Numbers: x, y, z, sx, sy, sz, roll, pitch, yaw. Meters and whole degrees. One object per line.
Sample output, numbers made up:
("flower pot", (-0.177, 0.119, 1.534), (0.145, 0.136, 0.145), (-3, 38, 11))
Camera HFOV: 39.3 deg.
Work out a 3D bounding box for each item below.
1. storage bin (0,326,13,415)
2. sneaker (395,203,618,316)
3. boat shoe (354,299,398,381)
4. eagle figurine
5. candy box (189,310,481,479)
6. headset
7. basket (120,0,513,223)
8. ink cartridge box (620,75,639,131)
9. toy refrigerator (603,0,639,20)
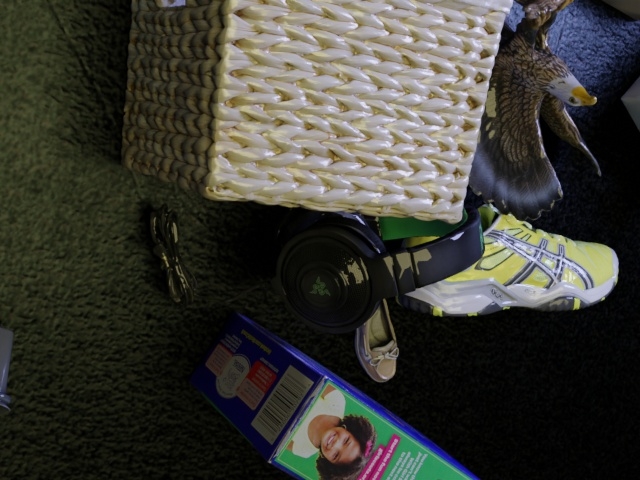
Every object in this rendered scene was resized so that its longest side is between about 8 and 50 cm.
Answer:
("storage bin", (-0.405, 0.135, 0.980), (0.135, 0.098, 0.091), (21, 60, -29))
("sneaker", (0.289, 0.022, 1.303), (0.385, 0.145, 0.147), (-4, 100, -30))
("boat shoe", (0.081, 0.133, 1.260), (0.056, 0.048, 0.153), (-17, 106, -25))
("eagle figurine", (0.302, -0.205, 1.254), (0.226, 0.225, 0.298), (-2, 126, 2))
("candy box", (0.025, 0.245, 1.123), (0.317, 0.268, 0.122), (36, 84, -28))
("headset", (0.000, 0.000, 1.099), (0.394, 0.243, 0.185), (-14, 104, -2))
("basket", (-0.028, -0.180, 0.992), (0.331, 0.328, 0.266), (5, 98, -30))
("ink cartridge box", (0.631, -0.226, 1.460), (0.353, 0.119, 0.207), (-47, 117, -15))
("toy refrigerator", (0.532, -0.487, 1.377), (0.102, 0.094, 0.269), (18, 89, -29))
